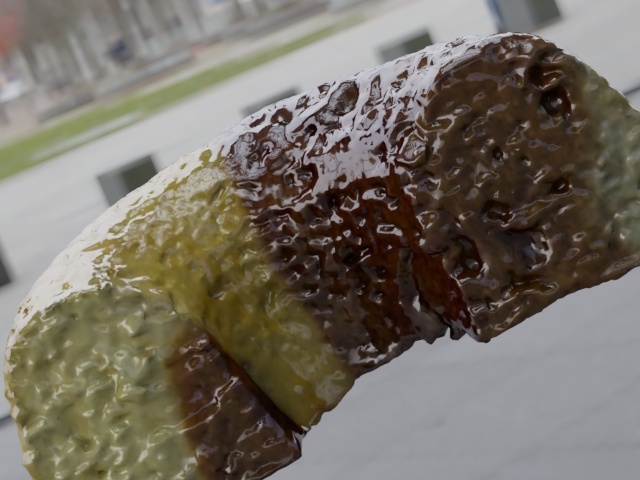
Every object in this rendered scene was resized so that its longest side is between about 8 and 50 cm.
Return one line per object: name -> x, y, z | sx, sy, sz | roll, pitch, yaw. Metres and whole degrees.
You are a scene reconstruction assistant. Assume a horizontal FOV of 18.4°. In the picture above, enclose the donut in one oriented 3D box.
donut -> 0.000, 0.000, 0.778 | 0.295, 0.112, 0.151 | -29, 21, 8
